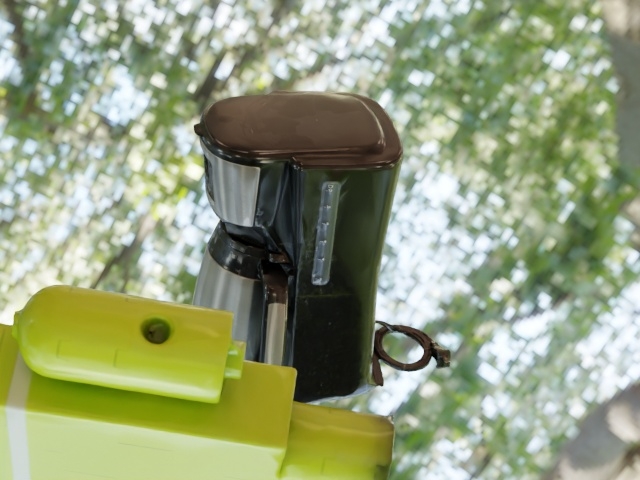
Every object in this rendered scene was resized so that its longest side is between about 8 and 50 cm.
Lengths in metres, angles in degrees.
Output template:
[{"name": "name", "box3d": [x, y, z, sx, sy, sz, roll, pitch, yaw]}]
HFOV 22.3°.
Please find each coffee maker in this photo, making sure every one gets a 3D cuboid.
[{"name": "coffee maker", "box3d": [0.000, 0.000, 1.022, 0.171, 0.178, 0.120, -13, -144, -32]}]

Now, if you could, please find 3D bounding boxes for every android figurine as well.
[{"name": "android figurine", "box3d": [-0.106, 0.100, 0.795, 0.272, 0.248, 0.056, 9, -121, -1]}]
